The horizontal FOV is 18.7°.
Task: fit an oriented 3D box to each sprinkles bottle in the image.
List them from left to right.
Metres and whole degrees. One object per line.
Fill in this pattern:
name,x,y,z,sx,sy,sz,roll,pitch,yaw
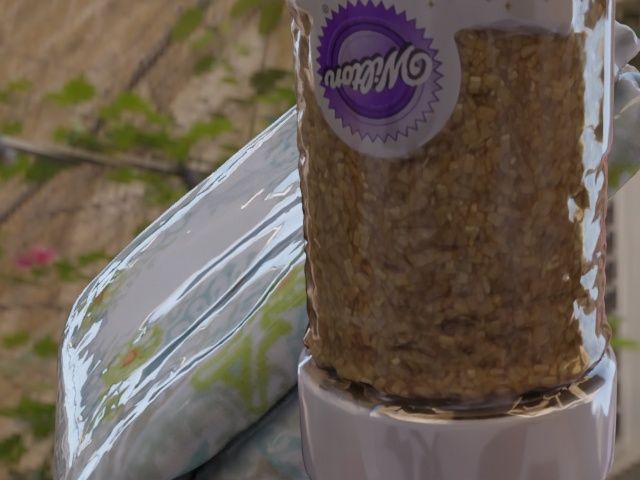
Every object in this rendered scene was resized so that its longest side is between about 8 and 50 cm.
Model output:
sprinkles bottle,0.046,-0.077,0.692,0.121,0.121,0.355,1,-70,9

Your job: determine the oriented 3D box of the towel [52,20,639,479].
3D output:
towel,0.000,0.000,1.009,0.374,0.320,0.090,-44,-76,7
